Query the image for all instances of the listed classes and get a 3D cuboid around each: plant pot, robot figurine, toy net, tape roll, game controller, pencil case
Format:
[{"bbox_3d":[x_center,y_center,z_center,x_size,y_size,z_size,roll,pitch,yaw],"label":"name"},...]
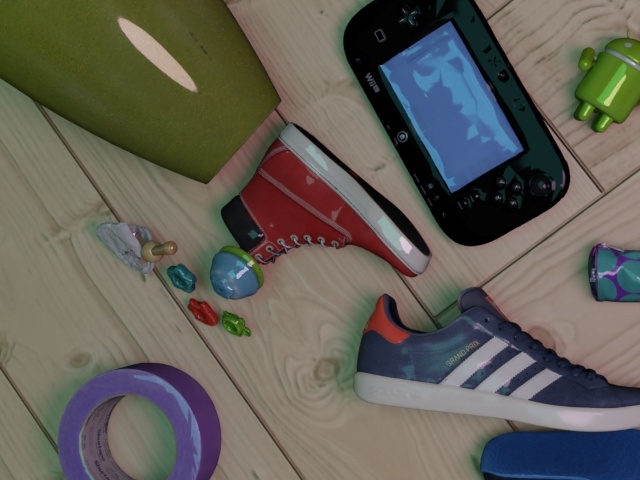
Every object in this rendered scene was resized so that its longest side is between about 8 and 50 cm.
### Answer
[{"bbox_3d":[-0.199,-0.212,1.332,0.293,0.275,0.275,42,99,-6],"label":"plant pot"},{"bbox_3d":[0.335,-0.179,1.287,0.101,0.067,0.115,34,97,1],"label":"robot figurine"},{"bbox_3d":[-0.175,0.034,1.412,0.232,0.122,0.045,24,52,23],"label":"toy net"},{"bbox_3d":[-0.224,0.249,1.412,0.189,0.080,0.189,0,89,14],"label":"tape roll"},{"bbox_3d":[0.156,-0.156,1.330,0.166,0.067,0.319,-30,83,11],"label":"game controller"},{"bbox_3d":[0.379,0.034,1.278,0.152,0.064,0.070,-2,106,13],"label":"pencil case"}]

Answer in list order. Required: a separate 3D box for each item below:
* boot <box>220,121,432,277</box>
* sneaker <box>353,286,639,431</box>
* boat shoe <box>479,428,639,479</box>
[{"bbox_3d":[0.000,0.000,1.360,0.244,0.088,0.176,42,100,16],"label":"boot"},{"bbox_3d":[0.214,0.130,1.287,0.350,0.131,0.148,6,84,9],"label":"sneaker"},{"bbox_3d":[0.315,0.265,1.283,0.258,0.089,0.109,5,46,28],"label":"boat shoe"}]
